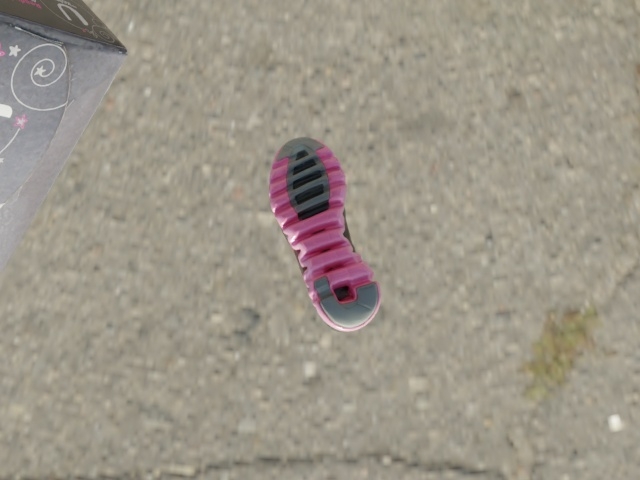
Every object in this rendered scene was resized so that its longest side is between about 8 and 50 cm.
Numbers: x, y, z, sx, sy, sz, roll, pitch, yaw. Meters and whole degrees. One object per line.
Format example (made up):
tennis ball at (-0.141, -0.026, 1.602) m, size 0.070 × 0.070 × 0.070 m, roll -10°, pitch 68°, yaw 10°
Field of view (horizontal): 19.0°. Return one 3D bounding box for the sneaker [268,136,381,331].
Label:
sneaker at (0.000, 0.000, 1.104) m, size 0.047 × 0.057 × 0.119 m, roll -15°, pitch 76°, yaw -4°

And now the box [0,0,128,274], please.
box at (-0.270, -0.073, 1.247) m, size 0.163 × 0.142 × 0.247 m, roll 12°, pitch 116°, yaw -48°
